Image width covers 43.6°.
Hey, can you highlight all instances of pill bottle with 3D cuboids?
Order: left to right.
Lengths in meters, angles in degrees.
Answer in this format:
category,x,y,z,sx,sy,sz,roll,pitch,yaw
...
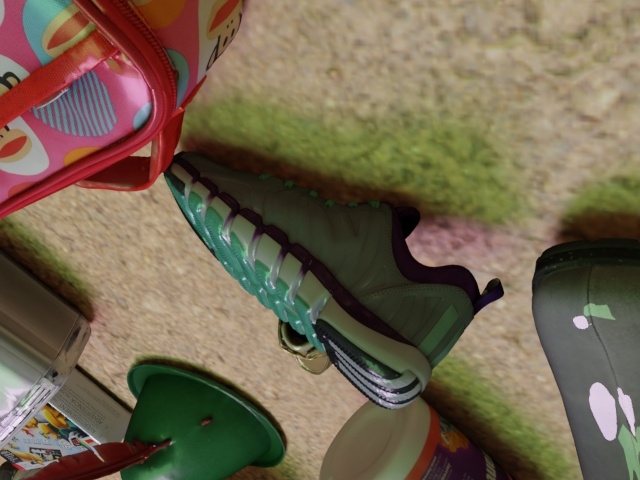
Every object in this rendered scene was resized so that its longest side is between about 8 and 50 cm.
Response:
category,x,y,z,sx,sy,sz,roll,pitch,yaw
pill bottle,0.101,0.212,0.623,0.193,0.108,0.108,42,142,-15

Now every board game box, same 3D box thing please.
category,x,y,z,sx,sy,sz,roll,pitch,yaw
board game box,-0.371,0.194,0.970,0.193,0.053,0.305,45,141,-17

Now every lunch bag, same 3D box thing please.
category,x,y,z,sx,sy,sz,roll,pitch,yaw
lunch bag,-0.190,-0.118,0.442,0.293,0.120,0.258,-16,128,44

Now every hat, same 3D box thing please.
category,x,y,z,sx,sy,sz,roll,pitch,yaw
hat,-0.164,0.238,0.770,0.208,0.183,0.173,7,138,28

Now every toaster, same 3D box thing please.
category,x,y,z,sx,sy,sz,roll,pitch,yaw
toaster,-0.320,0.102,0.745,0.146,0.129,0.227,39,111,-18

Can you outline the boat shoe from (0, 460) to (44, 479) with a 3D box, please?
category,x,y,z,sx,sy,sz,roll,pitch,yaw
boat shoe,-0.422,0.425,1.257,0.069,0.081,0.227,3,129,36

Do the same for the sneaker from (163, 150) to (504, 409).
category,x,y,z,sx,sy,sz,roll,pitch,yaw
sneaker,0.000,0.000,0.488,0.224,0.098,0.083,40,162,27

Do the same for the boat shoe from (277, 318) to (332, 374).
category,x,y,z,sx,sy,sz,roll,pitch,yaw
boat shoe,-0.011,0.060,0.575,0.050,0.045,0.135,17,141,18

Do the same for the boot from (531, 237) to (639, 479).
category,x,y,z,sx,sy,sz,roll,pitch,yaw
boot,0.188,0.179,0.429,0.118,0.222,0.338,-8,129,41
